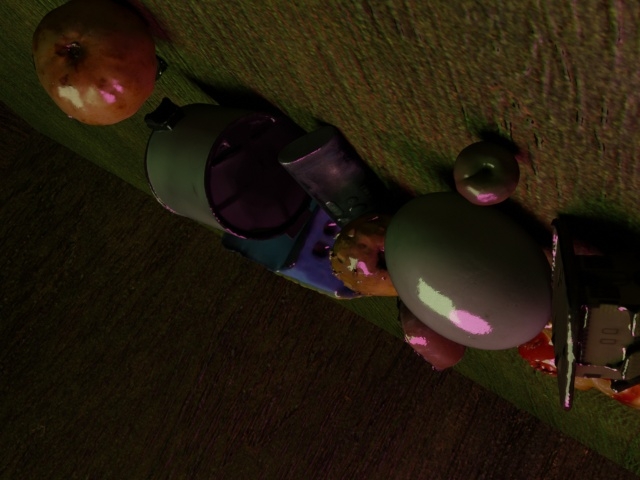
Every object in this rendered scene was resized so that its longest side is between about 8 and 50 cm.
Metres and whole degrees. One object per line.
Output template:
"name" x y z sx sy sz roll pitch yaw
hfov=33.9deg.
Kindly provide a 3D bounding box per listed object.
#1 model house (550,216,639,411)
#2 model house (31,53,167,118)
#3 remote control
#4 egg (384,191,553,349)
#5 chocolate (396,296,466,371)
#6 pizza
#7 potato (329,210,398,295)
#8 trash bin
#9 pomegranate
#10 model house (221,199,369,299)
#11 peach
"model house" 0.443 0.095 1.367 0.278 0.218 0.205 0 123 6
"model house" -0.416 -0.304 1.902 0.183 0.172 0.166 39 170 -37
"remote control" 0.051 -0.077 1.806 0.377 0.107 0.044 46 -156 -57
"egg" 0.219 0.046 1.537 0.282 0.203 0.203 36 171 -17
"chocolate" 0.204 0.068 1.694 0.083 0.262 0.161 -12 146 35
"pizza" 0.457 0.207 1.881 0.406 0.130 0.440 33 172 9
"potato" 0.127 0.028 1.824 0.172 0.140 0.300 -14 165 27
"trash bin" -0.162 -0.127 1.852 0.277 0.217 0.262 47 165 -29
"pomegranate" -0.364 -0.291 1.695 0.207 0.207 0.207 31 171 5
"model house" 0.000 0.000 2.063 0.303 0.216 0.237 34 171 -40
"peach" 0.203 -0.082 1.285 0.083 0.083 0.083 31 171 5
